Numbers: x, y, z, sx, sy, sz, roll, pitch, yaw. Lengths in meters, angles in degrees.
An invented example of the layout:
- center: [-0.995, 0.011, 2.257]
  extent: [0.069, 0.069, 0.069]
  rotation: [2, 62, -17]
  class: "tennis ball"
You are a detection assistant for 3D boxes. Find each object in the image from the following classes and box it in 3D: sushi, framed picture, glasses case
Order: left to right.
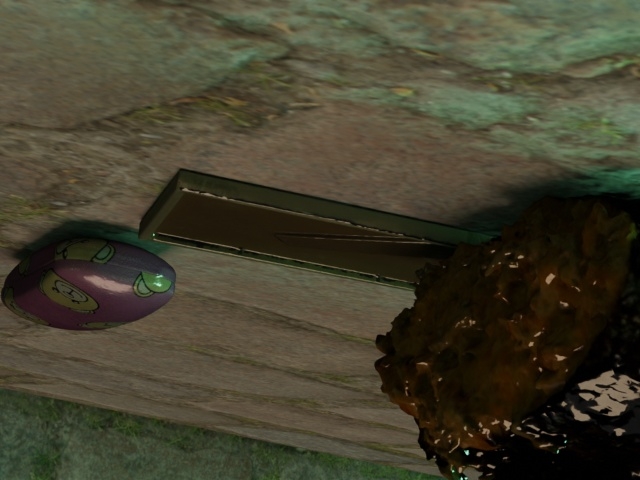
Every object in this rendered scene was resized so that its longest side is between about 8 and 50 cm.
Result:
- center: [-0.243, 0.048, 1.465]
  extent: [0.123, 0.075, 0.316]
  rotation: [13, 166, -22]
  class: "glasses case"
- center: [0.000, 0.000, 1.224]
  extent: [0.290, 0.020, 0.211]
  rotation: [12, 167, -13]
  class: "framed picture"
- center: [0.186, 0.100, 1.064]
  extent: [0.208, 0.234, 0.348]
  rotation: [13, 156, -17]
  class: "sushi"
